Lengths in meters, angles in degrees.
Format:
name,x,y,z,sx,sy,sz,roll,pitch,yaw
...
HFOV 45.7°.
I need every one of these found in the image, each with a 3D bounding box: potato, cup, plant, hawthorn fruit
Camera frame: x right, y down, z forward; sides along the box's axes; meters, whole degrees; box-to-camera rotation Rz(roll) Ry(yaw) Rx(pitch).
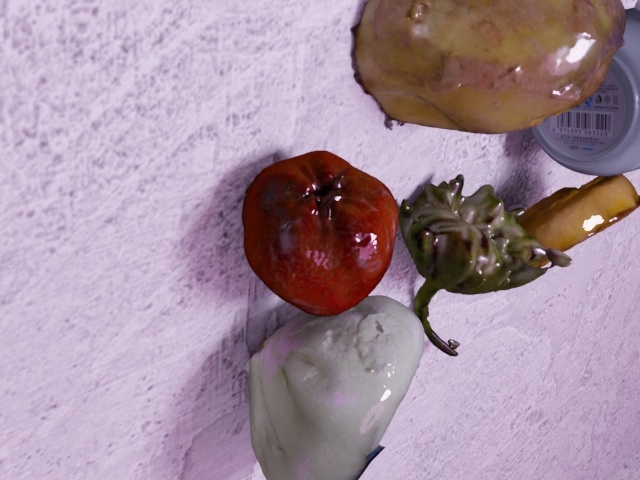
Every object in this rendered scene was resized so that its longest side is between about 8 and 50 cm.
name,x,y,z,sx,sy,sz,roll,pitch,yaw
potato,0.229,-0.241,0.937,0.289,0.237,0.301,-51,142,-12
cup,0.502,-0.279,1.197,0.274,0.259,0.357,-22,140,-37
plant,0.190,0.074,1.171,0.180,0.251,0.334,-76,-168,-56
hawthorn fruit,0.000,0.000,0.889,0.185,0.185,0.202,-43,157,-22

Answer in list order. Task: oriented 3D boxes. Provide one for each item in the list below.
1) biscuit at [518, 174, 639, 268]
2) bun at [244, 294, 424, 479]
name,x,y,z,sx,sy,sz,roll,pitch,yaw
biscuit,0.401,-0.023,1.304,0.296,0.102,0.296,-30,173,-4
bun,-0.003,0.182,0.974,0.293,0.187,0.293,-60,-177,5
